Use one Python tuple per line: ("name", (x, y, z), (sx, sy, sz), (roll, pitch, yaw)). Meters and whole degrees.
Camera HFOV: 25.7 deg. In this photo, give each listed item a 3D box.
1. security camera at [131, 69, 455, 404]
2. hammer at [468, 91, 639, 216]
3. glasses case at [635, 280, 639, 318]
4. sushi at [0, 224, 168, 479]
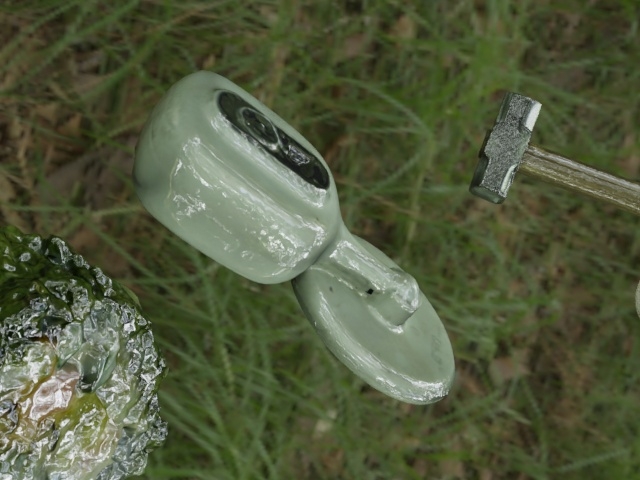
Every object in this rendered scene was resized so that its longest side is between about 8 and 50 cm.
("security camera", (0.000, 0.000, 0.999), (0.301, 0.157, 0.080), (39, 115, -20))
("hammer", (0.339, -0.041, 1.439), (0.043, 0.365, 0.111), (89, 22, -77))
("glasses case", (0.303, 0.086, 0.960), (0.081, 0.204, 0.051), (-44, 160, -2))
("sushi", (-0.300, 0.157, 1.401), (0.294, 0.178, 0.352), (-41, 143, -31))
